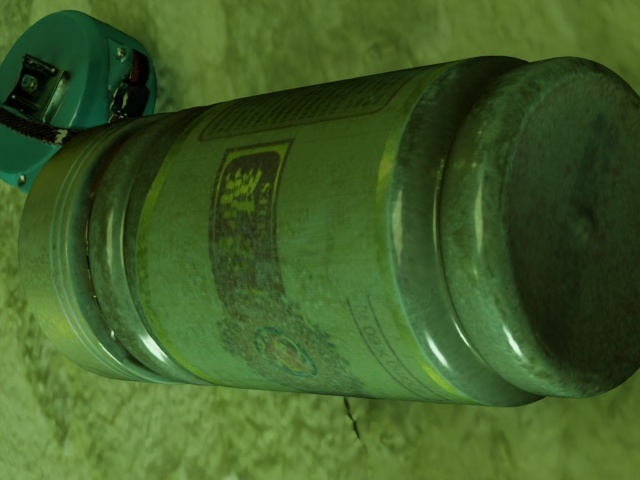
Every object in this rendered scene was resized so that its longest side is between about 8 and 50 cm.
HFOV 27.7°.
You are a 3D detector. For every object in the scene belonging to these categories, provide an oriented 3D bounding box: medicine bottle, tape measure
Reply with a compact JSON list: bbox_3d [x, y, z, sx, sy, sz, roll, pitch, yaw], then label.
[{"bbox_3d":[0.000,0.000,0.636,0.322,0.151,0.151,-3,83,46],"label":"medicine bottle"},{"bbox_3d":[-0.167,-0.088,0.877,0.146,0.081,0.125,26,93,45],"label":"tape measure"}]
